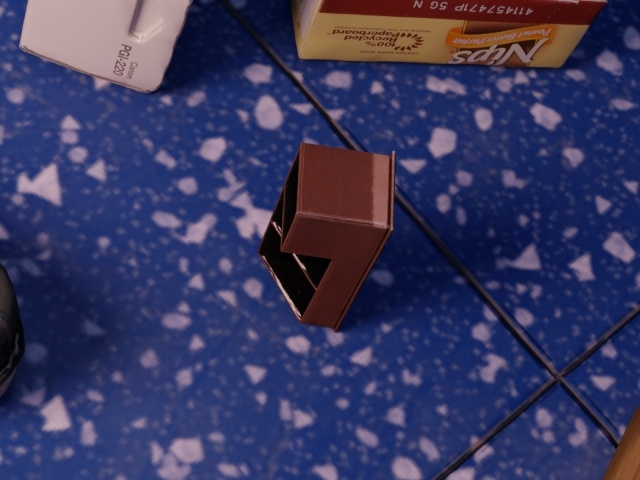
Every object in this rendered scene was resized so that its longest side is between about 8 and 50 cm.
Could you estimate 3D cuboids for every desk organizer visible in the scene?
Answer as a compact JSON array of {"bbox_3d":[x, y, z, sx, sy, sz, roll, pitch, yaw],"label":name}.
[{"bbox_3d":[0.000,0.000,0.815,0.050,0.130,0.047,8,62,-10],"label":"desk organizer"}]

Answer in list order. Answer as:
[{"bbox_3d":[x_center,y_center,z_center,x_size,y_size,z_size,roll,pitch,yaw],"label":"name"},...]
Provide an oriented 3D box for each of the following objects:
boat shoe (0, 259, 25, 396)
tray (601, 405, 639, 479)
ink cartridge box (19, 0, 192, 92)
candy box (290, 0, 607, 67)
[{"bbox_3d":[-0.282,-0.017,0.762,0.302,0.091,0.114,25,59,-3],"label":"boat shoe"},{"bbox_3d":[0.183,0.285,0.756,0.202,0.076,0.411,33,59,1],"label":"tray"},{"bbox_3d":[-0.096,-0.220,0.883,0.092,0.158,0.218,17,60,-9],"label":"ink cartridge box"},{"bbox_3d":[0.062,-0.269,0.995,0.182,0.087,0.317,0,64,-16],"label":"candy box"}]
